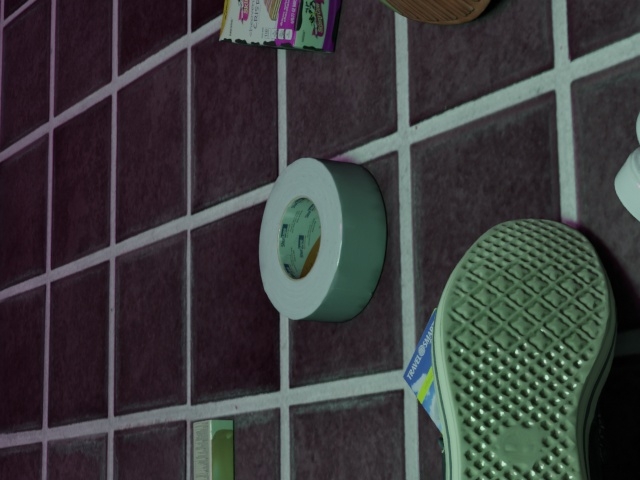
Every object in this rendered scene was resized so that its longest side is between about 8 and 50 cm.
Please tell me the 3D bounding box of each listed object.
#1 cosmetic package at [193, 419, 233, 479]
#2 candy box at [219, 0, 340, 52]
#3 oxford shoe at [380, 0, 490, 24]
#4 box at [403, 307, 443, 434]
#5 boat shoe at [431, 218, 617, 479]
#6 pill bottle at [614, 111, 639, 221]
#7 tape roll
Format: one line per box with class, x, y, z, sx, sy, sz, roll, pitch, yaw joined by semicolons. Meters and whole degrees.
cosmetic package;-0.160;0.328;2.255;0.060;0.041;0.115;-17;71;56
candy box;-0.057;-0.357;2.171;0.233;0.071;0.159;15;98;59
oxford shoe;0.180;-0.364;1.767;0.146;0.140;0.397;-60;20;-20
box;0.160;0.161;1.756;0.178;0.042;0.109;54;129;47
boat shoe;0.199;0.188;1.492;0.156;0.186;0.500;87;-173;-51
pill bottle;0.373;-0.118;1.359;0.246;0.136;0.136;-59;39;35
tape roll;0.000;0.000;2.018;0.219;0.072;0.219;-17;70;57
